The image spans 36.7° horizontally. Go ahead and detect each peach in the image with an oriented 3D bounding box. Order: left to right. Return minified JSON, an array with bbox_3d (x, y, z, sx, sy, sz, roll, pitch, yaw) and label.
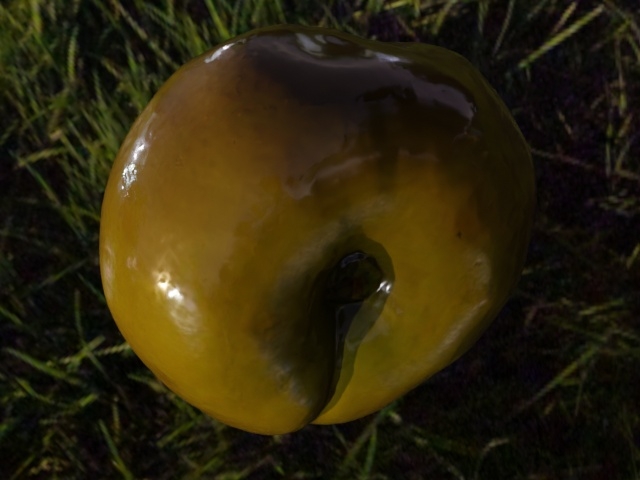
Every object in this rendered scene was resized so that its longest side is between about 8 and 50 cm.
[{"bbox_3d":[0.000,0.000,0.547,0.251,0.251,0.153,-24,42,0],"label":"peach"}]
